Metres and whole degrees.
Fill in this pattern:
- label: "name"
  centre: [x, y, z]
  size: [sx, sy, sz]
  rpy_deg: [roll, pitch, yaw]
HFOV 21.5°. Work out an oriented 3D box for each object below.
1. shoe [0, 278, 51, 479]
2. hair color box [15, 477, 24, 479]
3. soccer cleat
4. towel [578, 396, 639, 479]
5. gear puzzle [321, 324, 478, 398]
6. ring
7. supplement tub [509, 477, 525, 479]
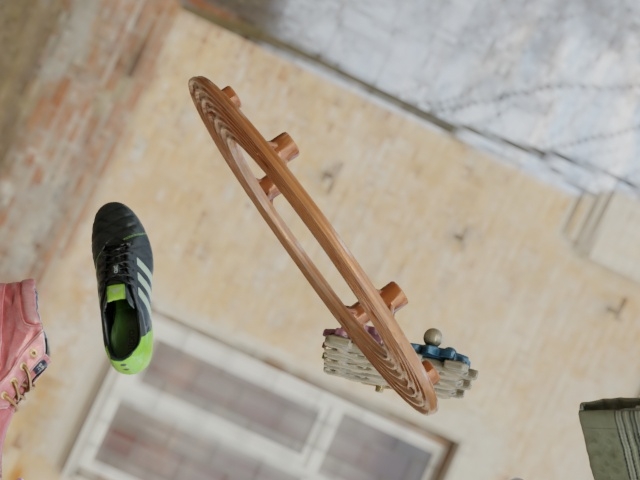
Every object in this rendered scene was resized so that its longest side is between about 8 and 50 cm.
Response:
- label: "shoe"
  centre: [-0.261, 0.118, 1.390]
  size: [0.063, 0.081, 0.178]
  rpy_deg: [101, -20, -74]
- label: "hair color box"
  centre: [-0.242, 0.326, 1.279]
  size: [0.110, 0.185, 0.339]
  rpy_deg: [-24, 163, -22]
- label: "soccer cleat"
  centre: [-0.196, 0.043, 1.674]
  size: [0.072, 0.060, 0.179]
  rpy_deg: [70, 11, -76]
- label: "towel"
  centre: [0.423, 0.289, 1.627]
  size: [0.312, 0.324, 0.056]
  rpy_deg: [-3, -158, 40]
- label: "gear puzzle"
  centre: [0.089, 0.142, 1.964]
  size: [0.339, 0.175, 0.044]
  rpy_deg: [92, 10, -77]
- label: "ring"
  centre: [0.000, 0.000, 1.376]
  size: [0.032, 0.337, 0.336]
  rpy_deg: [-35, -176, -7]
- label: "supplement tub"
  centre: [0.096, 0.345, 1.483]
  size: [0.272, 0.191, 0.191]
  rpy_deg: [-26, -179, -10]
